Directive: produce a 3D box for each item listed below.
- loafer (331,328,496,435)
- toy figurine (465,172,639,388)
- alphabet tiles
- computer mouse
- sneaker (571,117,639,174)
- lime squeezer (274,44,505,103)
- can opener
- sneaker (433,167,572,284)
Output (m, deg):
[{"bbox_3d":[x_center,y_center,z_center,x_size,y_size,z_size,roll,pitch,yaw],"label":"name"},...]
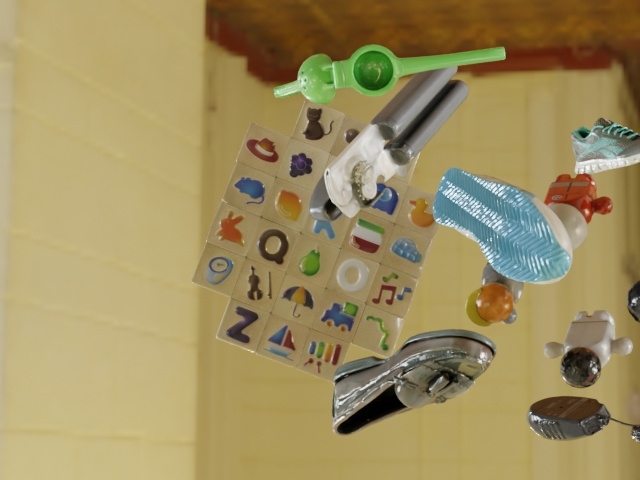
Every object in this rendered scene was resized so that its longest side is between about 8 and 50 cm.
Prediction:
[{"bbox_3d":[0.108,0.177,1.904,0.096,0.084,0.267,30,148,-25],"label":"loafer"},{"bbox_3d":[0.299,0.052,1.862,0.209,0.213,0.148,-49,-176,31],"label":"toy figurine"},{"bbox_3d":[0.000,0.000,2.121,0.285,0.342,0.011,21,173,-5],"label":"alphabet tiles"},{"bbox_3d":[0.354,0.229,1.939,0.242,0.041,0.071,5,-158,45],"label":"computer mouse"},{"bbox_3d":[0.425,-0.144,2.320,0.065,0.076,0.166,-26,-171,-41],"label":"sneaker"},{"bbox_3d":[0.048,-0.180,1.783,0.310,0.058,0.110,-7,165,35],"label":"lime squeezer"},{"bbox_3d":[0.081,-0.131,1.971,0.093,0.074,0.280,4,-139,46],"label":"can opener"},{"bbox_3d":[0.206,-0.016,1.658,0.092,0.087,0.229,13,-164,-27],"label":"sneaker"}]
